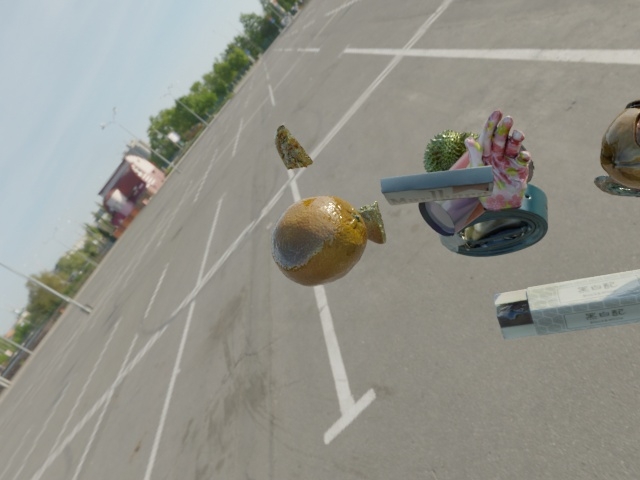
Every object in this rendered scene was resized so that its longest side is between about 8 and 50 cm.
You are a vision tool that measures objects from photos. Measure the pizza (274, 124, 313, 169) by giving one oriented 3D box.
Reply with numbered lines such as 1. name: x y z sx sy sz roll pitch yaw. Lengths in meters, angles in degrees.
1. pizza: -0.078 -0.238 1.354 0.041 0.131 0.178 -45 -12 -17

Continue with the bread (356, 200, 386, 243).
1. bread: 0.129 -0.058 1.523 0.136 0.154 0.054 13 42 35

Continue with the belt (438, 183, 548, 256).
1. belt: 0.683 -0.081 1.964 0.437 0.300 0.173 -22 41 41

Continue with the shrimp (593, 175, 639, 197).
1. shrimp: 0.989 -0.171 1.593 0.190 0.101 0.042 24 80 44

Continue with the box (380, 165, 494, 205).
1. box: 0.197 -0.090 0.830 0.178 0.115 0.035 -4 82 16

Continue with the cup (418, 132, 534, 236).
1. cup: 0.423 -0.149 1.368 0.288 0.203 0.203 -39 17 -14

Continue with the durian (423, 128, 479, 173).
1. durian: 0.595 -0.391 2.199 0.291 0.291 0.224 -37 65 36

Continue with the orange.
1. orange: 0.000 0.000 1.324 0.264 0.264 0.264 -44 21 21

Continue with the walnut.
1. walnut: 0.774 -0.232 1.087 0.337 0.208 0.209 -20 7 -24

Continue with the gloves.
1. gloves: 0.435 -0.195 1.194 0.145 0.240 0.126 0 12 24

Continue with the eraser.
1. eraser: 0.655 0.159 1.222 0.405 0.098 0.096 -14 32 23
